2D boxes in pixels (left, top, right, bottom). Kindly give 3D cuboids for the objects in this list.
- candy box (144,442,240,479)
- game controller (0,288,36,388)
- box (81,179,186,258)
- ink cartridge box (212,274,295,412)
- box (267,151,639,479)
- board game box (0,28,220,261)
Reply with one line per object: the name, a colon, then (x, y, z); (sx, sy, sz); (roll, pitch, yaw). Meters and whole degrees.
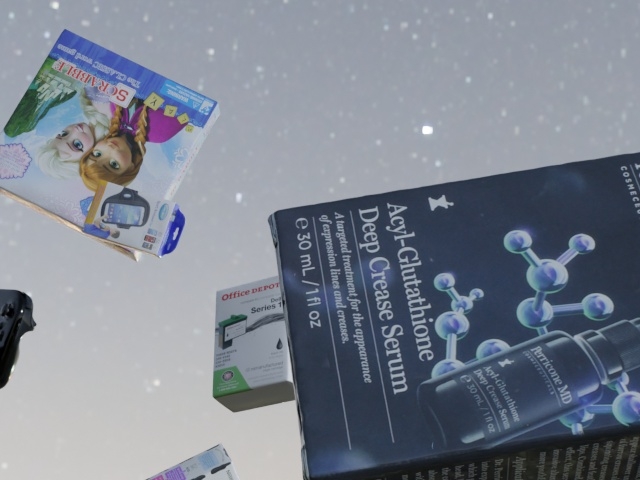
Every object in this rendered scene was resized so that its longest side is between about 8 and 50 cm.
candy box: (-0.196, 0.416, 1.727); (0.196, 0.165, 0.070); (-25, 20, -12)
game controller: (-0.560, 0.159, 1.914); (0.067, 0.166, 0.319); (36, -22, -31)
box: (-0.261, -0.028, 1.671); (0.136, 0.081, 0.028); (16, -9, 14)
ink cartridge box: (-0.107, 0.185, 2.151); (0.160, 0.219, 0.092); (-15, -33, 21)
box: (0.169, 0.113, 1.139); (0.395, 0.294, 0.212); (-9, -37, -1)
board game box: (-0.392, -0.172, 2.109); (0.318, 0.318, 0.066); (25, -15, 5)
